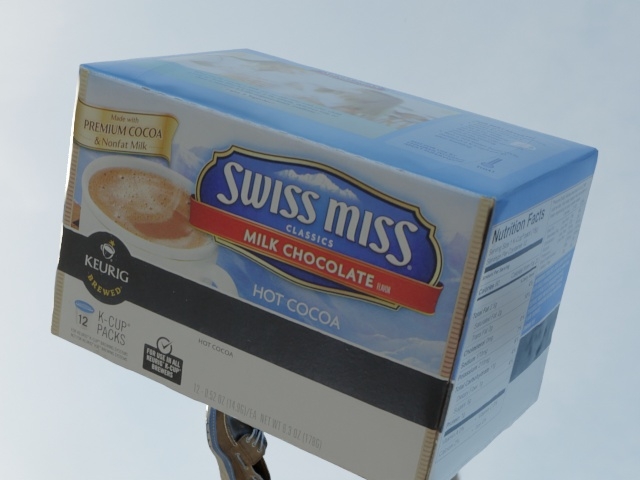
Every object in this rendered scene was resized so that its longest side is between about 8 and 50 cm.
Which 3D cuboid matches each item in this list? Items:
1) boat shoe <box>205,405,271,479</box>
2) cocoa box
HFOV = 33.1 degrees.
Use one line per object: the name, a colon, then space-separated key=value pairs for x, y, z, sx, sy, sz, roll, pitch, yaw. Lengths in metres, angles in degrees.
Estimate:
boat shoe: x=-0.099 y=0.245 z=1.340 sx=0.066 sy=0.066 sz=0.183 roll=-3 pitch=-45 yaw=7
cocoa box: x=0.000 y=0.000 z=0.843 sx=0.347 sy=0.231 sz=0.228 roll=20 pitch=-68 yaw=26
